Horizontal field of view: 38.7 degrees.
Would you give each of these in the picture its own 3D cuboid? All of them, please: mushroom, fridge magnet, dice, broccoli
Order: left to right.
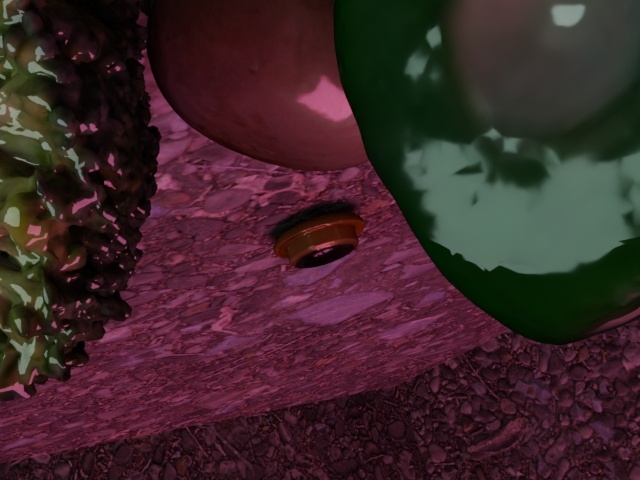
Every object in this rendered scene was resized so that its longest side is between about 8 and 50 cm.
[{"bbox_3d":[-0.254,-0.048,0.619,0.281,0.293,0.348,11,149,-8],"label":"broccoli"},{"bbox_3d":[-0.024,-0.150,0.720,0.227,0.178,0.226,11,166,3],"label":"mushroom"},{"bbox_3d":[0.000,0.000,1.358,0.143,0.063,0.143,-17,166,-4],"label":"fridge magnet"},{"bbox_3d":[0.208,-0.126,0.558,0.300,0.297,0.287,-9,159,-45],"label":"dice"}]

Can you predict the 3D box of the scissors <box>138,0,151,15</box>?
[{"bbox_3d":[-0.139,-0.215,0.637,0.085,0.022,0.176,-20,160,-9],"label":"scissors"}]
